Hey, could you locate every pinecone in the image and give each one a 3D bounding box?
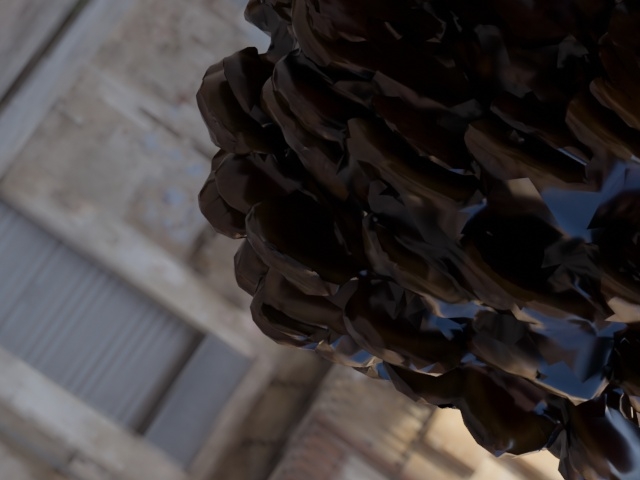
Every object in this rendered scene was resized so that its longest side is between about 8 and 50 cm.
[{"bbox_3d":[0.079,-0.036,0.525,0.221,0.221,0.221,-53,-173,10],"label":"pinecone"}]
